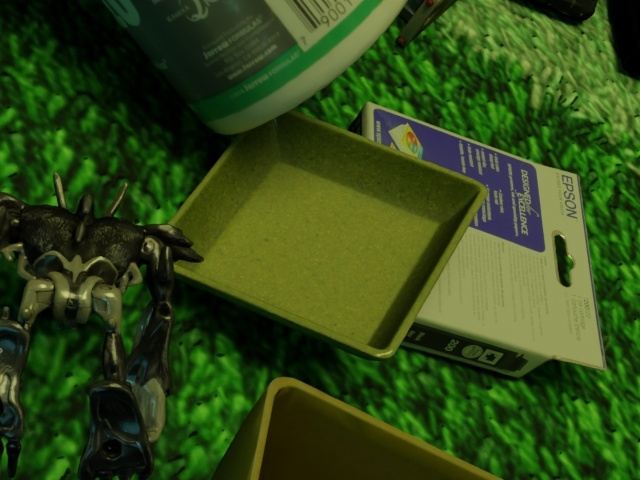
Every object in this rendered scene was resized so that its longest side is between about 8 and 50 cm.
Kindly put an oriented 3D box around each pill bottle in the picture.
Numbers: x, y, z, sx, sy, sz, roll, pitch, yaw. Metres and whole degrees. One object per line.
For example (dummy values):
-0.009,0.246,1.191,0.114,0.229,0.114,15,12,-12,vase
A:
-0.110,-0.271,1.037,0.361,0.204,0.204,51,41,-19,pill bottle

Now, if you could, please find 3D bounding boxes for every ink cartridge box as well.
0.120,0.005,1.153,0.208,0.045,0.206,17,49,-18,ink cartridge box

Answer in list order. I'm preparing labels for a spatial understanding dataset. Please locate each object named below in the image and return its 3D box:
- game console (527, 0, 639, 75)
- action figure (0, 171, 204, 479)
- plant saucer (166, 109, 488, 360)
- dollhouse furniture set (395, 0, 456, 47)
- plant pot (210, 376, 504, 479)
0.261,-0.275,1.471,0.361,0.044,0.213,19,46,-20,game console
-0.159,0.057,0.875,0.164,0.141,0.276,16,22,-11,action figure
0.000,0.000,1.040,0.188,0.045,0.188,22,49,15,plant saucer
0.097,-0.294,1.277,0.129,0.184,0.129,41,44,2,dollhouse furniture set
0.003,0.240,0.785,0.212,0.187,0.212,27,45,-17,plant pot
